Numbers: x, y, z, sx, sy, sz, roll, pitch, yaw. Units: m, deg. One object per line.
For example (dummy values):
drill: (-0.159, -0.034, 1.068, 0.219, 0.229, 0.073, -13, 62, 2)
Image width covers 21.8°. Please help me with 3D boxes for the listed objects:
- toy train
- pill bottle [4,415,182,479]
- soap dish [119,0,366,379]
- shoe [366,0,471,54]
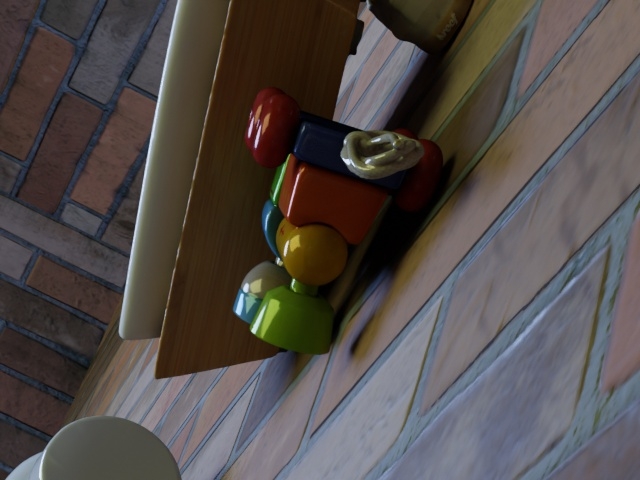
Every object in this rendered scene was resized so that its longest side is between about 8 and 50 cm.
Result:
toy train: (0.000, 0.000, 0.923, 0.248, 0.105, 0.143, -122, 49, -81)
pill bottle: (-0.185, 0.225, 1.211, 0.229, 0.131, 0.131, -54, 12, 48)
soap dish: (-0.048, -0.073, 1.147, 0.229, 0.118, 0.290, -81, 4, -70)
shoe: (0.069, -0.189, 1.205, 0.076, 0.058, 0.219, -61, 8, 14)
